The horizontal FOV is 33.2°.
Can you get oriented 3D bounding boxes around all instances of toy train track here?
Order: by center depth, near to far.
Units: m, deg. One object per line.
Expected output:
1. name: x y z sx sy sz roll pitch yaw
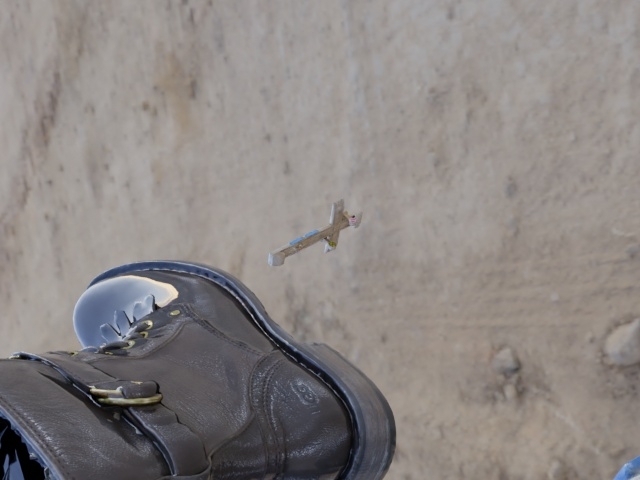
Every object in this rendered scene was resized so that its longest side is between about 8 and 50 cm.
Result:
1. toy train track: 0.000 0.000 0.748 0.014 0.083 0.048 41 141 31

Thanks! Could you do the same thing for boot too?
1. boot: -0.111 0.067 0.526 0.263 0.229 0.091 20 100 40

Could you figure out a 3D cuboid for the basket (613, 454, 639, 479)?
1. basket: 0.248 0.228 0.616 0.255 0.201 0.289 51 161 32
